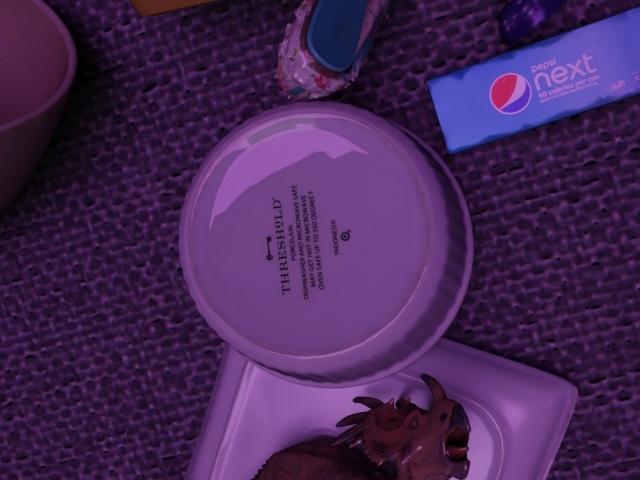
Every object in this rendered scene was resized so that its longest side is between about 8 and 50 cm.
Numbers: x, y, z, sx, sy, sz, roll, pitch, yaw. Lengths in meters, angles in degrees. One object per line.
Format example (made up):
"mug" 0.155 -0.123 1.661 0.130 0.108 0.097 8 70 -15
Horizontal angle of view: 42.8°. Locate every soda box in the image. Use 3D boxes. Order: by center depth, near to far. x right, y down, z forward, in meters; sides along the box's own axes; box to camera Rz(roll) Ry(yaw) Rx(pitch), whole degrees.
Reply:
"soda box" 0.207 -0.142 0.727 0.210 0.067 0.071 -17 93 13

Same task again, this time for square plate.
"square plate" 0.030 0.243 0.802 0.347 0.049 0.343 19 94 13

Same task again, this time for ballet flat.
"ballet flat" 0.022 -0.215 0.716 0.091 0.241 0.077 39 148 -14

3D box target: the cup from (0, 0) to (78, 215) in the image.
"cup" -0.413 -0.100 0.766 0.331 0.331 0.237 29 129 7

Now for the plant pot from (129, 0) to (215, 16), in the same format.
"plant pot" -0.094 -0.306 0.710 0.212 0.212 0.187 -8 109 13

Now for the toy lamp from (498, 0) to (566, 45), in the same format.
"toy lamp" 0.105 -0.297 0.702 0.080 0.080 0.274 -38 101 14

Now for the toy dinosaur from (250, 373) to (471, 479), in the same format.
"toy dinosaur" 0.013 0.223 0.725 0.296 0.127 0.200 -8 81 26

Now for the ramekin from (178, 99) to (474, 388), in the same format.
"ramekin" 0.000 0.000 0.730 0.273 0.127 0.272 -1 83 10
